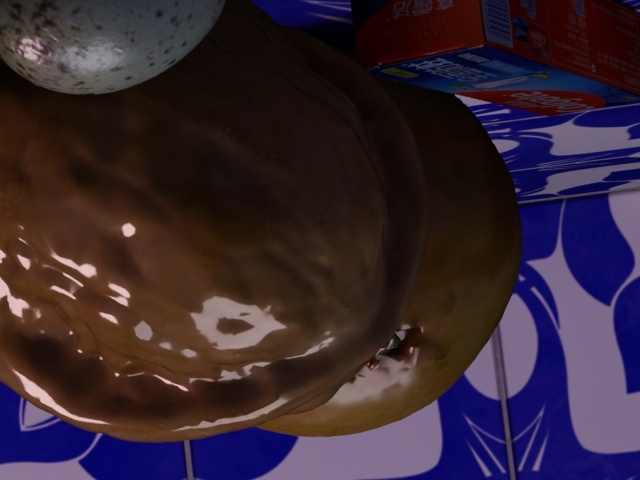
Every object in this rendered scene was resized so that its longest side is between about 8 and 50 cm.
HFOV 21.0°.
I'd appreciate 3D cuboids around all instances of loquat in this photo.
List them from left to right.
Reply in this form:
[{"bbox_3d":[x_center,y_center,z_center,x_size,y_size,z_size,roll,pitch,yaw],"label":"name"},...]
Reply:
[{"bbox_3d":[0.000,0.000,1.148,0.263,0.263,0.263,-7,176,0],"label":"loquat"}]

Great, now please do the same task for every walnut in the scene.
[{"bbox_3d":[-0.070,-0.013,0.874,0.257,0.257,0.224,-7,152,5],"label":"walnut"}]

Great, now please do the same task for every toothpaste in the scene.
[{"bbox_3d":[0.118,-0.122,1.040,0.076,0.066,0.320,-9,175,26],"label":"toothpaste"}]

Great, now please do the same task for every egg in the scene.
[{"bbox_3d":[-0.094,-0.107,0.749,0.110,0.085,0.085,-14,177,-11],"label":"egg"}]
